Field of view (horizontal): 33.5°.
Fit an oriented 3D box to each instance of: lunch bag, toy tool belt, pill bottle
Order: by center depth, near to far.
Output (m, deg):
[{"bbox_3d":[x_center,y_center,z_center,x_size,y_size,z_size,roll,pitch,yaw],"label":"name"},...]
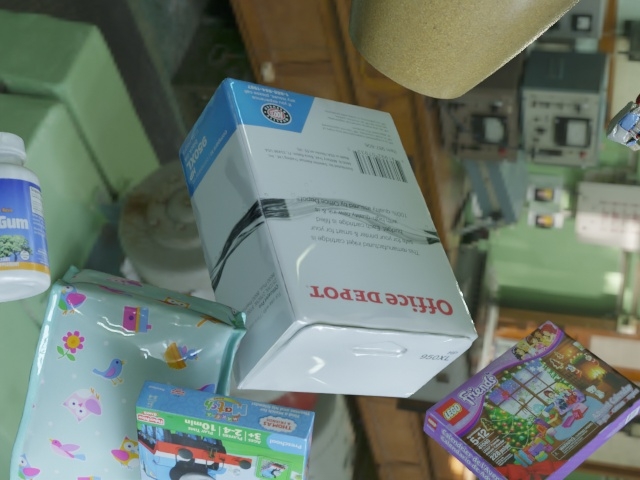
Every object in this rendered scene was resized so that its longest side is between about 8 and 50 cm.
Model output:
[{"bbox_3d":[-0.216,0.184,1.190,0.160,0.223,0.262,-117,-138,-80],"label":"lunch bag"},{"bbox_3d":[0.393,-0.145,1.306,0.083,0.051,0.052,-52,-171,50],"label":"toy tool belt"},{"bbox_3d":[-0.553,-0.041,1.825,0.152,0.152,0.272,37,40,-71],"label":"pill bottle"}]

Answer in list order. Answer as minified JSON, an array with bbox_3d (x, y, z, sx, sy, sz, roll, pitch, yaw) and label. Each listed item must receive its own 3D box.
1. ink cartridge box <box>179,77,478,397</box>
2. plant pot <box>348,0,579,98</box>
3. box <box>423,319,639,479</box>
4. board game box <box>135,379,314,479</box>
[{"bbox_3d":[0.000,0.000,1.423,0.166,0.285,0.395,-50,-135,39],"label":"ink cartridge box"},{"bbox_3d":[0.129,-0.249,0.859,0.254,0.237,0.237,-59,179,33],"label":"plant pot"},{"bbox_3d":[0.333,0.265,1.648,0.293,0.201,0.057,-31,143,-30],"label":"box"},{"bbox_3d":[-0.092,0.231,1.021,0.039,0.160,0.211,-74,171,-49],"label":"board game box"}]
